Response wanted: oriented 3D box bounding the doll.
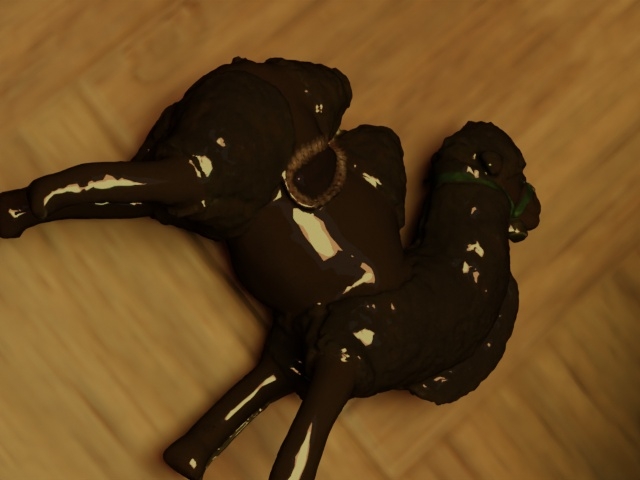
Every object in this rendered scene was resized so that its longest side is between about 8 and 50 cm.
[{"bbox_3d":[0.000,0.000,0.605,0.165,0.057,0.139,-37,94,-30],"label":"doll"}]
